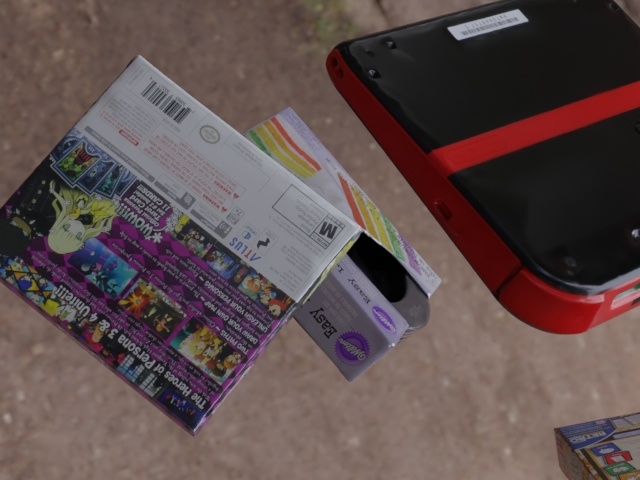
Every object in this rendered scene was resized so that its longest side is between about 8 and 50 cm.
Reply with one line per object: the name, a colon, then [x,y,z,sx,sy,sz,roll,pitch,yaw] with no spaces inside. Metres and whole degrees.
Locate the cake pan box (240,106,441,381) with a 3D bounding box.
cake pan box: [0.000,0.000,1.626,0.267,0.070,0.246,50,22,1]

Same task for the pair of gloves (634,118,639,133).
pair of gloves: [0.297,-0.089,1.286,0.074,0.083,0.010,-130,-149,-57]

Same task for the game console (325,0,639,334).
game console: [0.233,-0.092,1.524,0.386,0.060,0.342,-20,61,-39]

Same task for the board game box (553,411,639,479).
board game box: [0.301,0.201,1.420,0.193,0.147,0.045,-115,-165,-76]

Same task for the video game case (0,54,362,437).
video game case: [-0.121,0.002,1.266,0.232,0.210,0.042,37,-14,7]
